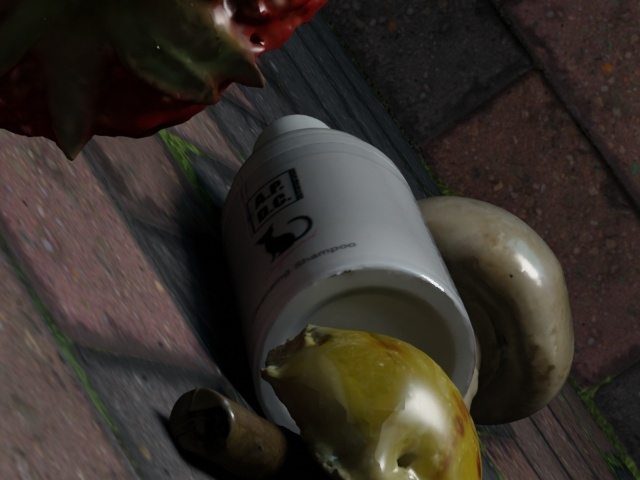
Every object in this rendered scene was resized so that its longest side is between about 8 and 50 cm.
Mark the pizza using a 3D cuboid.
[{"bbox_3d":[0.053,0.118,1.101,0.188,0.080,0.204,46,8,-1],"label":"pizza"}]

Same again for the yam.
[{"bbox_3d":[0.001,0.140,1.162,0.045,0.045,0.327,14,-11,27],"label":"yam"}]

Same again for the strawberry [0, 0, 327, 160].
[{"bbox_3d":[-0.120,-0.198,1.016,0.292,0.292,0.343,52,11,-17],"label":"strawberry"}]

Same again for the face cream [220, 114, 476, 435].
[{"bbox_3d":[0.000,0.000,1.375,0.145,0.145,0.369,50,8,-26],"label":"face cream"}]

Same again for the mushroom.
[{"bbox_3d":[0.105,0.078,1.617,0.206,0.209,0.206,29,-15,9],"label":"mushroom"}]
